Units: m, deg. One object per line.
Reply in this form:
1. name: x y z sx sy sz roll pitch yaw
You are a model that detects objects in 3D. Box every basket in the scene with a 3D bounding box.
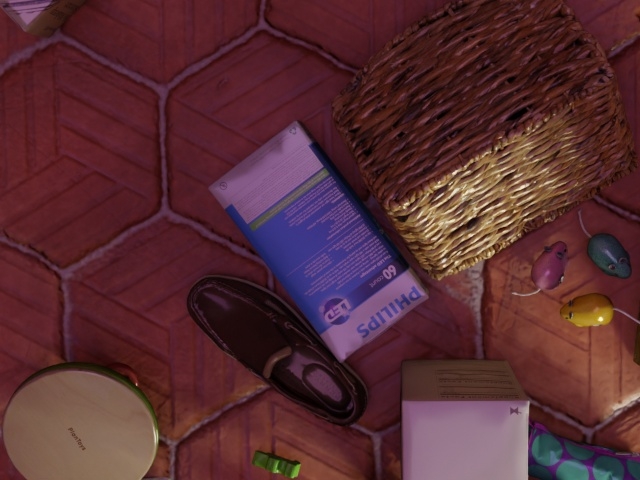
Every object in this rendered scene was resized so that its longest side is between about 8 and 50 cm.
1. basket: 0.185 -0.134 1.458 0.299 0.223 0.213 -32 59 5

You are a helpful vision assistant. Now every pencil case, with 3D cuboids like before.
1. pencil case: 0.309 0.264 1.492 0.152 0.064 0.070 16 111 2

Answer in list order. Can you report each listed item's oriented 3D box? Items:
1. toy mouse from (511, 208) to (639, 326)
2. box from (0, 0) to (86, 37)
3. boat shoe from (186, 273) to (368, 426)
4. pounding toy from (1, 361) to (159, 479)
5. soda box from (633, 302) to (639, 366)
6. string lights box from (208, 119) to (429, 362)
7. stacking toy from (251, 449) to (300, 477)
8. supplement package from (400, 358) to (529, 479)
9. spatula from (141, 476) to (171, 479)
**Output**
1. toy mouse: 0.304 0.029 1.475 0.161 0.031 0.143 0 79 23
2. box: -0.264 -0.364 1.462 0.275 0.113 0.094 -42 92 7
3. boat shoe: -0.050 0.127 1.489 0.257 0.095 0.095 34 95 1
4. pounding toy: -0.280 0.232 1.520 0.183 0.110 0.236 1 115 1
5. soda box: 0.410 0.062 1.472 0.058 0.061 0.181 5 95 3
6. string lights box: 0.000 0.000 1.487 0.133 0.077 0.259 -36 91 6
7. stacking toy: 0.002 0.366 1.530 0.221 0.052 0.167 18 93 4
8. supplement package: 0.156 0.219 1.408 0.134 0.244 0.139 -1 94 4
9. spatula: -0.284 0.393 1.565 0.242 0.019 0.168 -11 94 8
